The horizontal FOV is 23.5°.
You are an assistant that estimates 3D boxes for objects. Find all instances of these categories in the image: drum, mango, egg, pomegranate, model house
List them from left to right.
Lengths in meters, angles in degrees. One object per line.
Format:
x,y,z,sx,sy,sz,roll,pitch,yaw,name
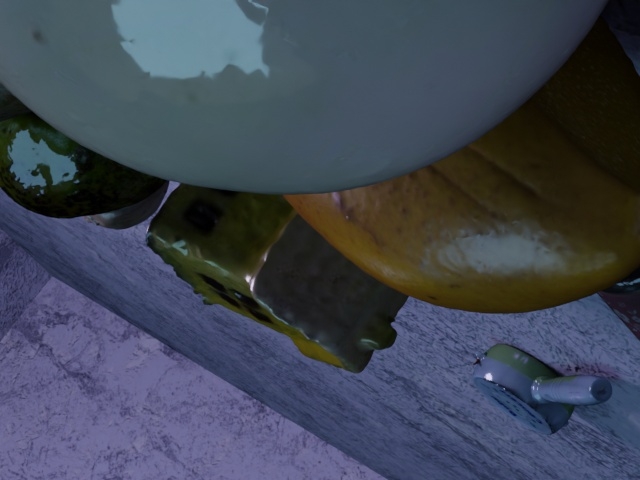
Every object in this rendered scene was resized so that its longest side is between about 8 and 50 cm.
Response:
-0.221,-0.147,1.521,0.222,0.276,0.204,22,129,13,pomegranate
-0.021,-0.156,0.686,0.345,0.283,0.283,21,160,44,egg
0.000,0.000,1.388,0.234,0.193,0.175,28,164,25,model house
0.076,-0.074,0.886,0.350,0.201,0.199,49,149,45,mango
0.253,0.170,1.622,0.130,0.049,0.253,43,166,-23,drum

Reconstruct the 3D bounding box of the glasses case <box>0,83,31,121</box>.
-0.260,-0.161,1.282,0.425,0.098,0.156,-14,168,33,glasses case

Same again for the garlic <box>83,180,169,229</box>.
-0.261,-0.119,1.731,0.228,0.152,0.228,39,167,11,garlic

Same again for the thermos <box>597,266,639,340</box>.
0.295,0.080,1.059,0.330,0.109,0.136,44,165,-31,thermos
